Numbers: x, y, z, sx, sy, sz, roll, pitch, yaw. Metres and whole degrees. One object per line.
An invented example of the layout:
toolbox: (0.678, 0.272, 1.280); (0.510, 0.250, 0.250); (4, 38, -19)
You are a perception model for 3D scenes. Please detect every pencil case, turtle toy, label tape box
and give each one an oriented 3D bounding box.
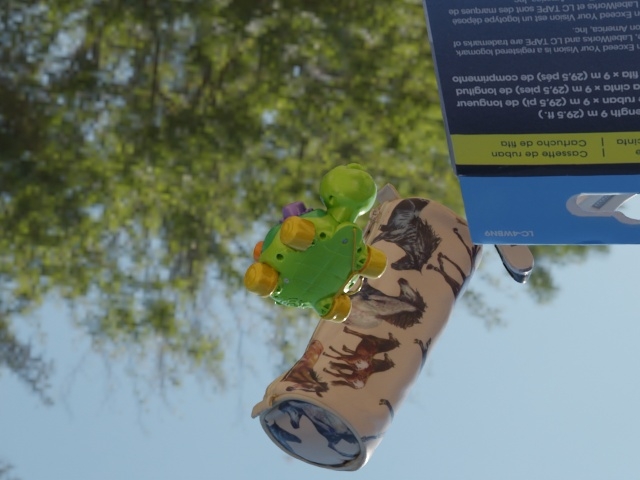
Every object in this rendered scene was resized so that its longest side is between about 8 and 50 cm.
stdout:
pencil case: (0.067, 0.122, 1.864); (0.183, 0.160, 0.410); (34, -123, -2)
turtle toy: (0.000, 0.000, 1.045); (0.095, 0.130, 0.066); (23, -152, -31)
label tape box: (0.201, -0.158, 0.886); (0.249, 0.348, 0.115); (0, -137, 18)

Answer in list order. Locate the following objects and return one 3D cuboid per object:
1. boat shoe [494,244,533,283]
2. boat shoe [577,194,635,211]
boat shoe: (0.269, 0.002, 1.959); (0.049, 0.040, 0.142); (-11, -132, -7)
boat shoe: (0.308, -0.075, 1.413); (0.066, 0.184, 0.063); (17, -135, -27)
